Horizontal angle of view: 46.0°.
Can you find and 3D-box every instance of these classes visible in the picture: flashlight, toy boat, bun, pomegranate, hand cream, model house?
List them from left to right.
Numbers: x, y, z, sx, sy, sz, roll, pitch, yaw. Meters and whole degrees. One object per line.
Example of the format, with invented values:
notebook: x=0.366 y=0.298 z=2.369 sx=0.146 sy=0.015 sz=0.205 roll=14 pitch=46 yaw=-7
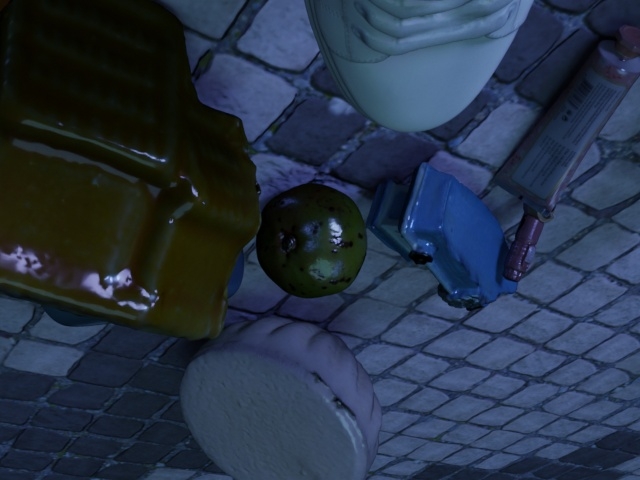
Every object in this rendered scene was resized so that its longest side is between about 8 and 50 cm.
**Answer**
model house: x=-0.171 y=-0.069 z=0.575 sx=0.267 sy=0.173 sz=0.239 roll=19 pitch=94 yaw=-28
bun: x=-0.030 y=0.190 z=0.958 sx=0.263 sy=0.175 sz=0.263 roll=14 pitch=125 yaw=20
pomegranate: x=0.000 y=0.000 z=0.752 sx=0.114 sy=0.115 sz=0.142 roll=-26 pitch=167 yaw=23
toy boat: x=0.131 y=0.008 z=0.793 sx=0.098 sy=0.109 sz=0.238 roll=5 pitch=158 yaw=37
flashlight: x=0.220 y=-0.009 z=0.789 sx=0.052 sy=0.110 sz=0.031 roll=23 pitch=178 yaw=-35
hand cream: x=0.232 y=-0.104 z=0.696 sx=0.067 sy=0.043 sz=0.210 roll=34 pitch=140 yaw=8

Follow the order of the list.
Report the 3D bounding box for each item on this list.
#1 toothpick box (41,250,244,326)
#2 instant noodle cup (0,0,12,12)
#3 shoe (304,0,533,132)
toothpick box: x=-0.176 y=0.018 z=0.720 sx=0.184 sy=0.120 sz=0.120 roll=-16 pitch=143 yaw=14
instant noodle cup: x=-0.242 y=-0.202 z=0.343 sx=0.230 sy=0.230 sz=0.182 roll=-3 pitch=153 yaw=-7
shoe: x=0.055 y=-0.146 z=0.299 sx=0.131 sy=0.160 sz=0.363 roll=-8 pitch=143 yaw=0
